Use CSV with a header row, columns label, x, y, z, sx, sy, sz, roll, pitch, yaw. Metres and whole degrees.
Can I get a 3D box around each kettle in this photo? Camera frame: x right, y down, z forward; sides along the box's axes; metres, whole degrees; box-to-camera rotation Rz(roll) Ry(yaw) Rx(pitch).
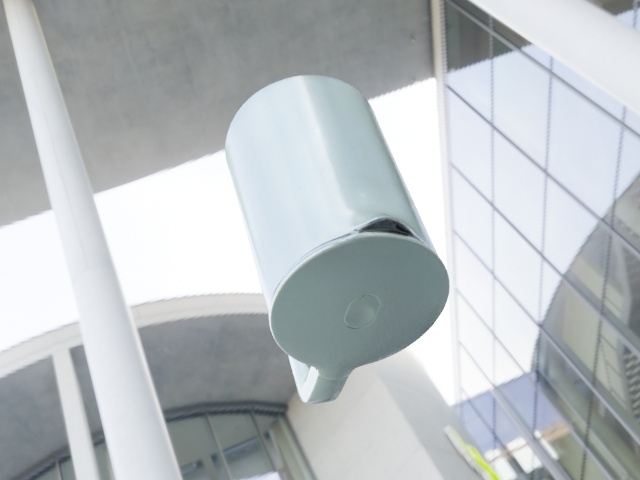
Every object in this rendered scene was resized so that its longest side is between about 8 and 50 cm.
label,x,y,z,sx,sy,sz,roll,pitch,yaw
kettle,-0.008,-0.009,0.964,0.265,0.318,0.205,-43,-51,19
